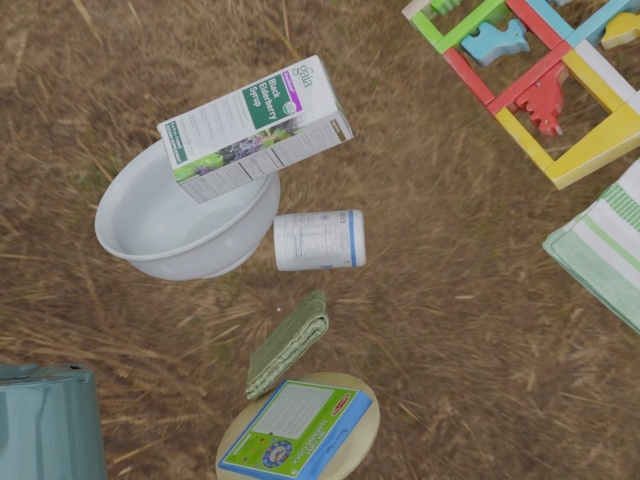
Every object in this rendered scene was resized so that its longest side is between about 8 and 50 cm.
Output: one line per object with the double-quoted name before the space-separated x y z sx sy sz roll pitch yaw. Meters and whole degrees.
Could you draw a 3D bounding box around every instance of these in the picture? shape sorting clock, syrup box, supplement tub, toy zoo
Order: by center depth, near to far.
"toy zoo" 0.233 -0.182 1.073 0.192 0.030 0.293 -40 62 9
"shape sorting clock" -0.026 0.231 1.334 0.206 0.206 0.040 -31 117 -4
"supplement tub" 0.000 0.000 1.384 0.107 0.071 0.071 -4 87 4
"syrup box" -0.085 -0.147 1.534 0.237 0.096 0.093 -23 67 7

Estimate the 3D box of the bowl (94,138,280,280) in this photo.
"bowl" -0.176 -0.038 1.712 0.298 0.298 0.134 -32 127 -4

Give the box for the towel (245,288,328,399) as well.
"towel" -0.043 0.131 1.440 0.027 0.110 0.148 39 102 -13

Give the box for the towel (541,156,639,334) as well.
"towel" 0.534 -0.028 1.744 0.325 0.038 0.248 -42 54 -4

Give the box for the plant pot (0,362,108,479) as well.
"plant pot" -0.456 0.360 1.693 0.341 0.341 0.334 -2 92 -2
